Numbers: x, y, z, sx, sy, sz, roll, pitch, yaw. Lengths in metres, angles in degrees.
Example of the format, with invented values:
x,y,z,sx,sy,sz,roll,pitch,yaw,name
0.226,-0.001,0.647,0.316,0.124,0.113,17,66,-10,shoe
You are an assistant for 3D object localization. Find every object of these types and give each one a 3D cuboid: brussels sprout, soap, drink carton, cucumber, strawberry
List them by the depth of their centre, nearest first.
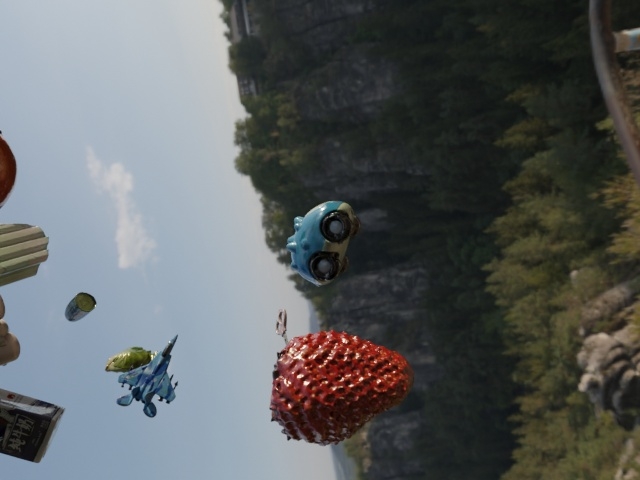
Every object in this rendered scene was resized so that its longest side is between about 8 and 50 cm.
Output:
x,y,z,sx,sy,sz,roll,pitch,yaw,name
-0.533,0.150,1.133,0.048,0.105,0.048,26,-131,-34,cucumber
0.055,0.351,1.272,0.312,0.351,0.267,55,-157,-75,strawberry
-0.866,0.517,1.461,0.134,0.222,0.102,-67,13,1,drink carton
-1.122,0.050,1.797,0.208,0.115,0.347,45,-154,7,soap
-0.719,0.460,1.967,0.139,0.181,0.100,6,85,62,brussels sprout

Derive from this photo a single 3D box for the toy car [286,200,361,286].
x,y,z,sx,sy,sz,roll,pitch,yaw,name
0.000,0.000,1.503,0.188,0.190,0.255,-14,-57,-75,toy car

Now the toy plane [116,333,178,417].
x,y,z,sx,sy,sz,roll,pitch,yaw,name
-0.466,0.372,1.470,0.246,0.169,0.078,-68,-4,-49,toy plane

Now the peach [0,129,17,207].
x,y,z,sx,sy,sz,roll,pitch,yaw,name
-1.077,-0.201,1.485,0.370,0.370,0.370,172,90,-89,peach

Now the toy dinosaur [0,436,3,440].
x,y,z,sx,sy,sz,roll,pitch,yaw,name
-1.085,0.570,1.377,0.301,0.447,0.087,50,-172,-21,toy dinosaur

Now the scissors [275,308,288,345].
x,y,z,sx,sy,sz,roll,pitch,yaw,name
-0.114,0.306,1.659,0.189,0.015,0.100,-115,38,-47,scissors

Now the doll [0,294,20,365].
x,y,z,sx,sy,sz,roll,pitch,yaw,name
-0.655,0.187,1.045,0.160,0.059,0.161,49,137,28,doll
